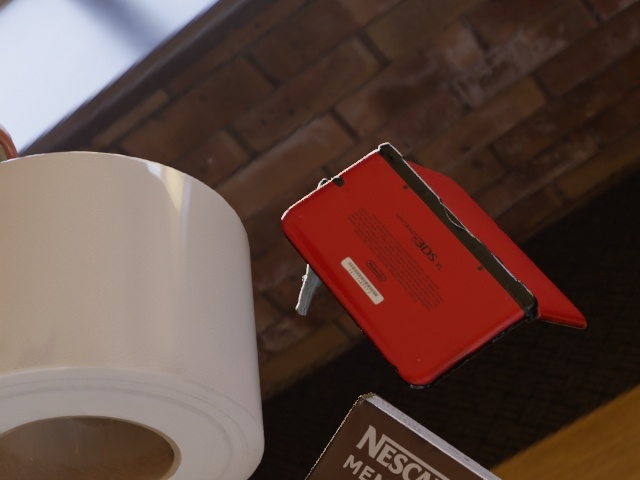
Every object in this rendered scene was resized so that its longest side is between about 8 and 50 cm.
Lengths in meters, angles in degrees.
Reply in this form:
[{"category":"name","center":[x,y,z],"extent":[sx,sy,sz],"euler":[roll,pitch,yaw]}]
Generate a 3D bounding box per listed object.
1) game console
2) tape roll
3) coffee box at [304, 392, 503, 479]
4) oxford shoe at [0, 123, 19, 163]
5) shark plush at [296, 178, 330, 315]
[{"category":"game console","center":[0.067,0.019,0.696],"extent":[0.124,0.085,0.144],"euler":[-35,58,-9]},{"category":"tape roll","center":[-0.165,0.079,0.817],"extent":[0.246,0.246,0.169],"euler":[-27,50,25]},{"category":"coffee box","center":[0.095,0.224,0.766],"extent":[0.141,0.246,0.098],"euler":[-56,-10,0]},{"category":"oxford shoe","center":[-0.455,0.015,1.119],"extent":[0.397,0.140,0.146],"euler":[-32,14,-4]},{"category":"shark plush","center":[0.000,0.000,1.259],"extent":[0.161,0.073,0.067],"euler":[-56,-1,12]}]
